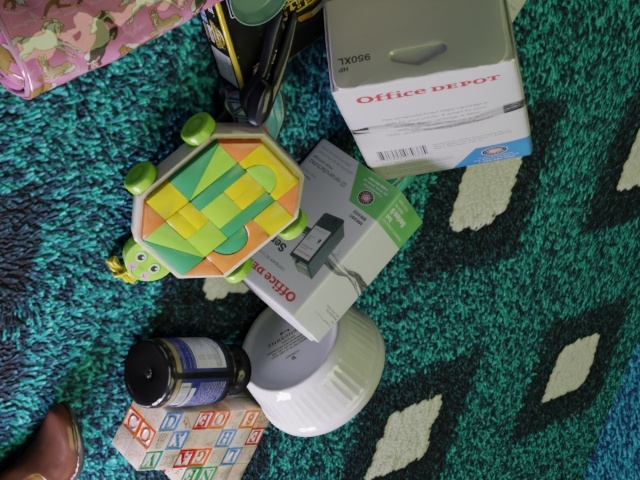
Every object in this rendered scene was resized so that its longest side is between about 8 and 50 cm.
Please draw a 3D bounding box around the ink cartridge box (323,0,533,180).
[{"bbox_3d":[0.185,-0.258,2.150,0.285,0.166,0.395,-9,161,9],"label":"ink cartridge box"}]

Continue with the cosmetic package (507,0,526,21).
[{"bbox_3d":[0.297,-0.559,2.216,0.230,0.161,0.453,24,101,-53],"label":"cosmetic package"}]

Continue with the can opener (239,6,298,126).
[{"bbox_3d":[-0.073,-0.264,2.009,0.059,0.073,0.186,11,103,-44],"label":"can opener"}]

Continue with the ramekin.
[{"bbox_3d":[-0.025,0.215,2.429,0.273,0.273,0.127,-50,134,-5],"label":"ramekin"}]

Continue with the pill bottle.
[{"bbox_3d":[-0.228,0.231,2.320,0.219,0.123,0.123,5,116,-50],"label":"pill bottle"}]

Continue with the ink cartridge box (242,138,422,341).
[{"bbox_3d":[0.000,0.000,2.308,0.289,0.211,0.121,-50,145,-6],"label":"ink cartridge box"}]

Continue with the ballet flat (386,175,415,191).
[{"bbox_3d":[0.095,-0.077,2.471,0.247,0.083,0.087,-43,158,-11],"label":"ballet flat"}]

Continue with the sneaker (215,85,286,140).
[{"bbox_3d":[-0.150,-0.145,2.141,0.125,0.104,0.262,5,119,-25],"label":"sneaker"}]

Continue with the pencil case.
[{"bbox_3d":[-0.269,-0.337,1.730,0.386,0.160,0.167,-30,125,-20],"label":"pencil case"}]

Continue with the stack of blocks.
[{"bbox_3d":[-0.240,0.363,2.449,0.297,0.087,0.171,8,113,-52],"label":"stack of blocks"}]

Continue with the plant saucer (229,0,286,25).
[{"bbox_3d":[-0.091,-0.373,1.923,0.119,0.021,0.119,-28,137,-30],"label":"plant saucer"}]

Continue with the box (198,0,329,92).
[{"bbox_3d":[-0.047,-0.418,2.019,0.322,0.079,0.257,-39,140,-20],"label":"box"}]

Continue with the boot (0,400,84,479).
[{"bbox_3d":[-0.542,0.389,2.158,0.280,0.096,0.264,-3,129,-39],"label":"boot"}]

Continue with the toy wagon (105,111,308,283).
[{"bbox_3d":[-0.191,-0.035,2.092,0.344,0.068,0.267,-39,125,8],"label":"toy wagon"}]
